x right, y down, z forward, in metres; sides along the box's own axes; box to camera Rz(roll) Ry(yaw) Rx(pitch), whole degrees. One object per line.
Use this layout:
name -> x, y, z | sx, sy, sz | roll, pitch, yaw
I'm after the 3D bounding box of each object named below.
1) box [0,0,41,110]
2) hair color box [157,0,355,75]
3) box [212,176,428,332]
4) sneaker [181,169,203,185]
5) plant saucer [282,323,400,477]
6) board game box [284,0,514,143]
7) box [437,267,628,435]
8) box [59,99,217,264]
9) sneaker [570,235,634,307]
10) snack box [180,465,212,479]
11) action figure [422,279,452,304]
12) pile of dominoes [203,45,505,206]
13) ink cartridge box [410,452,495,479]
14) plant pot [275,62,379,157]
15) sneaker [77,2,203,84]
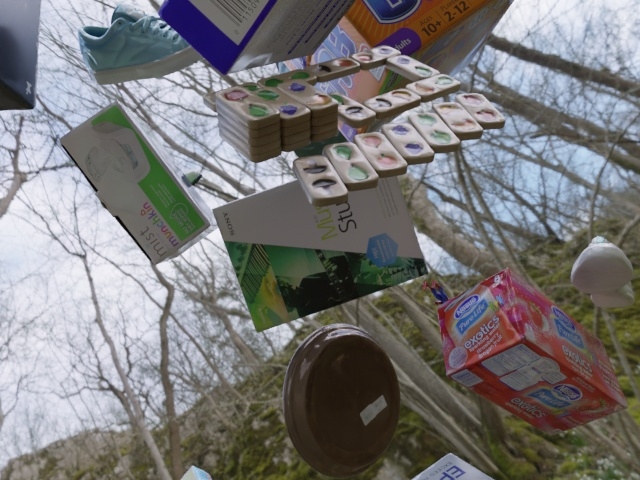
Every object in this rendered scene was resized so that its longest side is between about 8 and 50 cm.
box -> -0.831, -0.441, 0.971 | 0.471, 0.480, 0.297 | 0, -99, -2
hair color box -> -0.037, -0.325, 0.699 | 0.110, 0.339, 0.185 | 43, -63, -2
box -> 0.000, 0.000, 0.978 | 0.322, 0.058, 0.232 | -19, -86, 2
sneaker -> -0.373, -0.135, 1.297 | 0.085, 0.237, 0.086 | -54, -53, -45
plant saucer -> 0.054, 0.291, 1.034 | 0.278, 0.041, 0.278 | 12, -110, -37
board game box -> 0.121, -0.478, 1.115 | 0.356, 0.356, 0.356 | -37, -6, -12
box -> 0.301, 0.167, 0.802 | 0.257, 0.123, 0.128 | 32, -51, -27
box -> -0.318, -0.096, 1.029 | 0.127, 0.231, 0.262 | -36, -86, -4
sneaker -> 0.418, 0.031, 0.832 | 0.212, 0.080, 0.094 | 36, -126, -53
snack box -> -0.322, 0.646, 1.130 | 0.322, 0.187, 0.060 | -50, -60, -7
action figure -> 0.264, 0.126, 1.203 | 0.115, 0.038, 0.030 | 38, -132, -33
pile of dominoes -> 0.035, -0.130, 0.498 | 0.251, 0.196, 0.040 | -26, -42, -30
ink cartridge box -> 0.122, 0.373, 0.539 | 0.324, 0.330, 0.071 | -22, -77, -26
plant pot -> 0.034, -0.419, 1.657 | 0.341, 0.341, 0.334 | 21, -123, -41
sneaker -> -0.375, -0.436, 1.200 | 0.366, 0.135, 0.150 | -6, -54, 19
